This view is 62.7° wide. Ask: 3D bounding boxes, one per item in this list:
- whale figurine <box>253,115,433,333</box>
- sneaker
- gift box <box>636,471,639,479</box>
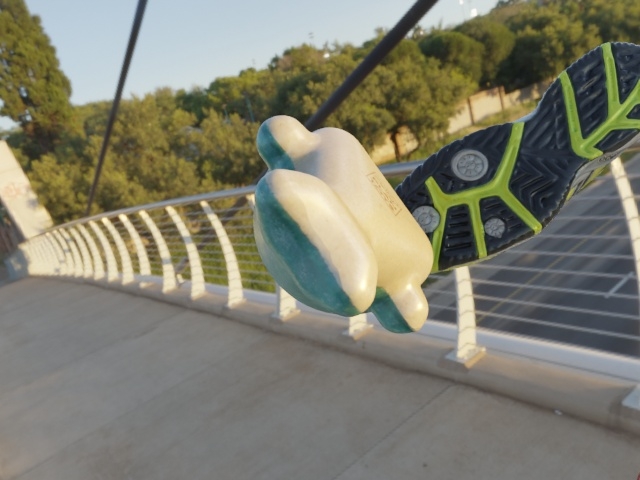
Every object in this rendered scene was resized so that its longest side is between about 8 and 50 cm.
[{"bbox_3d":[0.000,0.000,0.443,0.141,0.216,0.272,-35,1,14],"label":"whale figurine"},{"bbox_3d":[0.242,-0.071,0.633,0.385,0.145,0.147,-32,-21,-2],"label":"sneaker"},{"bbox_3d":[0.325,0.291,0.308,0.258,0.276,0.255,3,55,33],"label":"gift box"}]
